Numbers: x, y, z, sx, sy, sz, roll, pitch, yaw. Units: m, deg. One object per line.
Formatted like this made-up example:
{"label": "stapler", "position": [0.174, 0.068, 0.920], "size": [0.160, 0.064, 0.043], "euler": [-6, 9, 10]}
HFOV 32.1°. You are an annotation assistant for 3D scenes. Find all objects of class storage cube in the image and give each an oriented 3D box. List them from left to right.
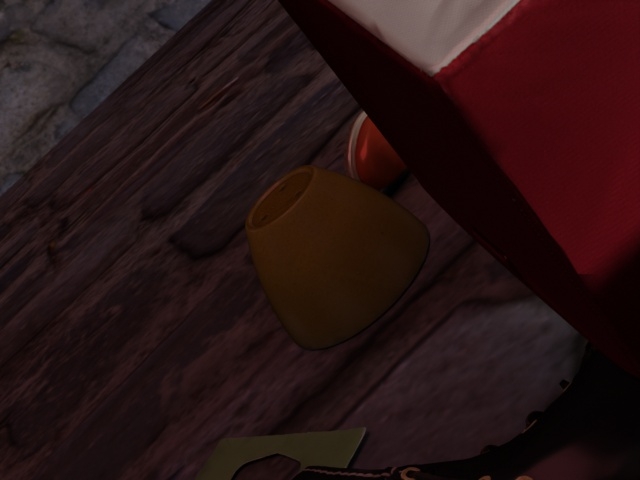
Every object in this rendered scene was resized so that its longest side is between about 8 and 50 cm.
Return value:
{"label": "storage cube", "position": [0.106, -0.098, 0.454], "size": [0.184, 0.193, 0.215], "euler": [-42, 41, 1]}

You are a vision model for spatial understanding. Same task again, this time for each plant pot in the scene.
{"label": "plant pot", "position": [0.000, 0.000, 0.833], "size": [0.134, 0.095, 0.134], "euler": [-35, 24, 18]}

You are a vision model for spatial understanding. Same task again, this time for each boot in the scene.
{"label": "boot", "position": [0.082, -0.101, 0.936], "size": [0.085, 0.059, 0.158], "euler": [-2, 44, 51]}
{"label": "boot", "position": [0.099, 0.100, 0.507], "size": [0.236, 0.085, 0.178], "euler": [3, 47, 52]}

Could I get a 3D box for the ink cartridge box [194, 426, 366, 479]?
{"label": "ink cartridge box", "position": [-0.089, 0.199, 0.681], "size": [0.171, 0.056, 0.235], "euler": [-16, 36, 49]}
